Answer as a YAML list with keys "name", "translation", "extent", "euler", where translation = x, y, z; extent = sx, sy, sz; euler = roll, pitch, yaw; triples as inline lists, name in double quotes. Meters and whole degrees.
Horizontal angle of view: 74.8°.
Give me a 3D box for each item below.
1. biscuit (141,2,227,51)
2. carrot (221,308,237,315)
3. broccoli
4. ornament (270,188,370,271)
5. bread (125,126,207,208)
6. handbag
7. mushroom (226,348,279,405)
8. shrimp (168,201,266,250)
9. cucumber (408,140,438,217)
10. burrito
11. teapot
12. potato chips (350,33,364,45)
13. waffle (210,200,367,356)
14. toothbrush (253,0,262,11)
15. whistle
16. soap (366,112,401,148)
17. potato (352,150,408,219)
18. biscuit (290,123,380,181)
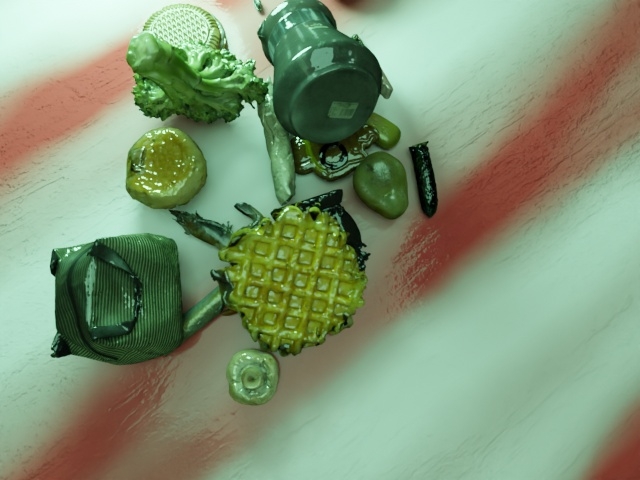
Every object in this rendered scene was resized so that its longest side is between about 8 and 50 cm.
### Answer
- name: "biscuit"
  translation: [-0.428, -0.637, 1.326]
  extent: [0.259, 0.079, 0.259]
  euler: [1, 77, -4]
- name: "carrot"
  translation: [-0.213, 0.174, 1.175]
  extent: [0.142, 0.035, 0.035]
  euler: [-34, 81, -6]
- name: "broccoli"
  translation: [-0.396, -0.433, 1.123]
  extent: [0.397, 0.353, 0.274]
  euler: [-29, 95, -52]
- name: "ornament"
  translation: [0.000, 0.000, 1.203]
  extent: [0.251, 0.106, 0.260]
  euler: [-17, 92, -1]
- name: "bread"
  translation: [-0.439, -0.194, 1.196]
  extent: [0.245, 0.134, 0.244]
  euler: [0, 75, -1]
- name: "handbag"
  translation: [-0.507, 0.138, 1.039]
  extent: [0.247, 0.240, 0.340]
  euler: [-12, 77, 23]
- name: "mushroom"
  translation: [-0.176, 0.355, 1.094]
  extent: [0.148, 0.112, 0.147]
  euler: [1, 85, -7]
- name: "shrimp"
  translation: [-0.285, -0.056, 1.217]
  extent: [0.296, 0.058, 0.169]
  euler: [29, 70, -1]
- name: "cucumber"
  translation: [0.321, -0.191, 1.277]
  extent: [0.067, 0.067, 0.245]
  euler: [-7, 76, -5]
- name: "burrito"
  translation: [-0.133, -0.292, 1.246]
  extent: [0.076, 0.117, 0.391]
  euler: [-7, 76, -21]
- name: "teapot"
  translation: [0.018, -0.486, 1.188]
  extent: [0.376, 0.305, 0.361]
  euler: [-5, 57, -26]
- name: "potato chips"
  translation: [0.054, -0.595, 1.375]
  extent: [0.220, 0.029, 0.201]
  euler: [0, 80, -6]
- name: "waffle"
  translation: [-0.071, 0.104, 1.124]
  extent: [0.380, 0.095, 0.382]
  euler: [-29, 99, -2]
- name: "toothbrush"
  translation: [-0.250, -0.899, 1.429]
  extent: [0.026, 0.028, 0.294]
  euler: [-18, 74, -9]
- name: "whistle"
  translation: [-0.311, 0.188, 1.152]
  extent: [0.326, 0.057, 0.068]
  euler: [-39, 79, -11]
- name: "soap"
  translation: [0.185, -0.347, 1.316]
  extent: [0.140, 0.045, 0.089]
  euler: [33, 74, 4]
- name: "potato"
  translation: [0.186, -0.156, 1.220]
  extent: [0.157, 0.157, 0.194]
  euler: [-28, 83, -10]
- name: "biscuit"
  translation: [0.039, -0.287, 1.272]
  extent: [0.291, 0.041, 0.208]
  euler: [-19, 78, 2]
